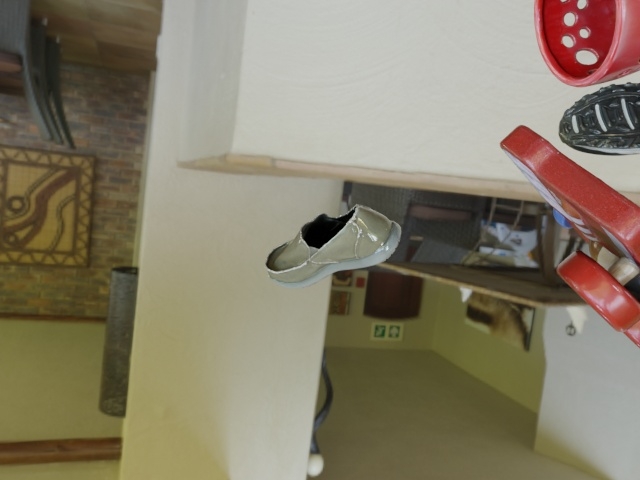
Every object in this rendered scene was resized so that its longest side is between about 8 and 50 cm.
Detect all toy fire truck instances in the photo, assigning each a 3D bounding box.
[{"bbox_3d":[0.371,-0.011,0.723,0.302,0.169,0.254,30,-160,-41],"label":"toy fire truck"}]

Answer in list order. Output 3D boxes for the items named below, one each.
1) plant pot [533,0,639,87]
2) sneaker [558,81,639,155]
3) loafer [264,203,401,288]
[{"bbox_3d":[0.414,-0.315,0.773,0.174,0.191,0.191,-12,-172,-9],"label":"plant pot"},{"bbox_3d":[0.454,-0.148,0.760,0.272,0.100,0.108,-5,157,3],"label":"sneaker"},{"bbox_3d":[0.000,0.000,0.838,0.251,0.094,0.087,-20,125,41],"label":"loafer"}]
